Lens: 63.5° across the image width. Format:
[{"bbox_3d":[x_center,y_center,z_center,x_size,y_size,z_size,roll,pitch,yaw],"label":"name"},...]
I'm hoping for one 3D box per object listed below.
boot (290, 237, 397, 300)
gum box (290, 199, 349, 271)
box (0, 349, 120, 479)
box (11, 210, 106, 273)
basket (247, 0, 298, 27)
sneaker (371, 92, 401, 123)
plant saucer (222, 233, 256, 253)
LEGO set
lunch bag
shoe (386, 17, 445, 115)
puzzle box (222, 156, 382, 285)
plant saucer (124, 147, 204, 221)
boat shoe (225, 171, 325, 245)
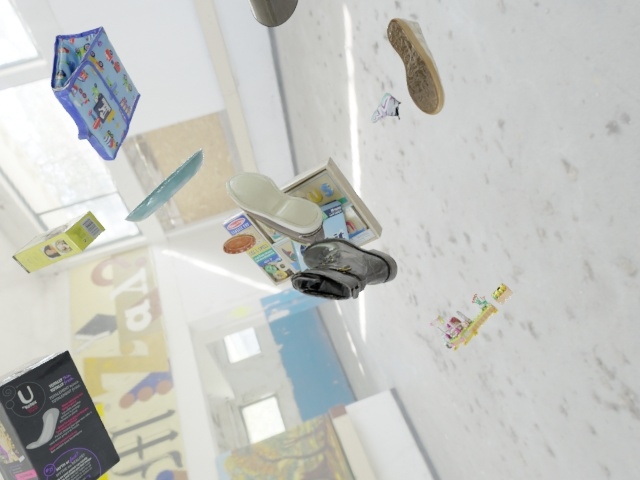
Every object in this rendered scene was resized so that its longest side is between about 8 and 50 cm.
[{"bbox_3d":[0.015,0.060,1.089,0.263,0.229,0.091,7,103,36],"label":"boot"},{"bbox_3d":[0.000,0.000,1.425,0.041,0.157,0.184,44,152,58],"label":"gum box"},{"bbox_3d":[-0.567,0.389,1.061,0.165,0.143,0.270,-32,-77,-58],"label":"box"},{"bbox_3d":[-0.585,0.006,1.152,0.058,0.232,0.087,56,-144,-24],"label":"box"},{"bbox_3d":[-0.156,-0.732,1.408,0.227,0.154,0.204,22,-111,-79],"label":"basket"},{"bbox_3d":[0.180,-0.335,1.369,0.069,0.038,0.098,34,140,2],"label":"sneaker"},{"bbox_3d":[-0.199,0.007,1.263,0.083,0.084,0.013,89,162,-64],"label":"plant saucer"},{"bbox_3d":[0.400,0.208,1.441,0.107,0.132,0.287,40,137,10],"label":"LEGO set"},{"bbox_3d":[-0.585,-0.359,1.316,0.221,0.138,0.293,74,-172,-52],"label":"lunch bag"},{"bbox_3d":[0.195,-0.337,0.988,0.076,0.058,0.219,-46,59,57],"label":"shoe"},{"bbox_3d":[-0.059,-0.042,1.526,0.272,0.409,0.052,51,-149,-20],"label":"puzzle box"},{"bbox_3d":[-0.463,-0.159,1.568,0.043,0.317,0.317,48,179,-18],"label":"plant saucer"},{"bbox_3d":[-0.120,-0.082,1.350,0.324,0.116,0.096,27,153,31],"label":"boat shoe"}]
